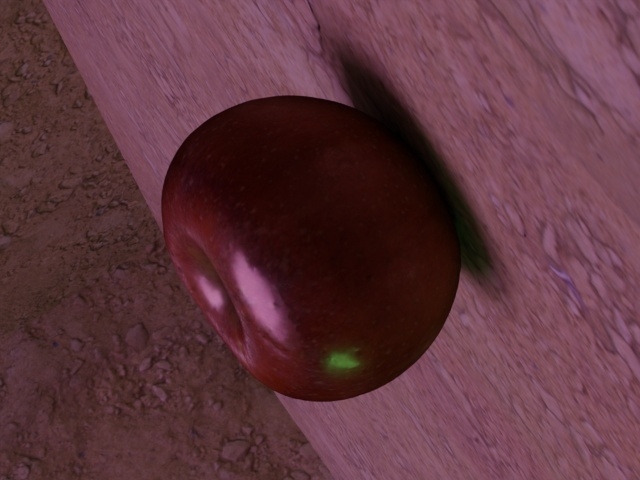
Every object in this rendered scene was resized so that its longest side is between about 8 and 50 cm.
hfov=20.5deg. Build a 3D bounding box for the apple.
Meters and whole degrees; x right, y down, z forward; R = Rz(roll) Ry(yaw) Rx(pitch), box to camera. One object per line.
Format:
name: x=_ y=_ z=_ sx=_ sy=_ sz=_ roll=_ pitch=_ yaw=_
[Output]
apple: x=0.000 y=0.000 z=1.107 sx=0.201 sy=0.162 sz=0.201 roll=50 pitch=159 yaw=27
